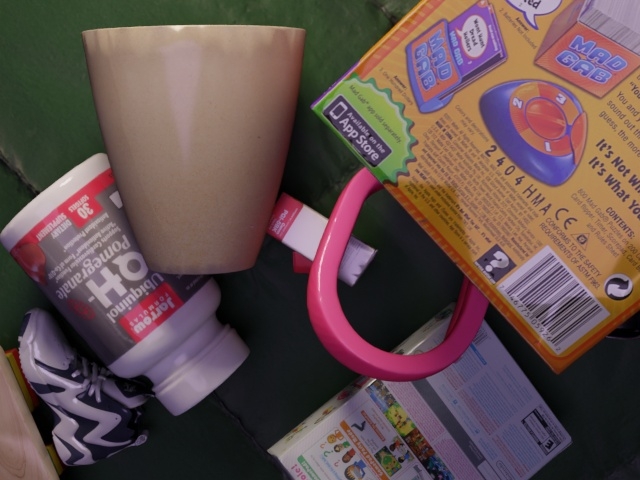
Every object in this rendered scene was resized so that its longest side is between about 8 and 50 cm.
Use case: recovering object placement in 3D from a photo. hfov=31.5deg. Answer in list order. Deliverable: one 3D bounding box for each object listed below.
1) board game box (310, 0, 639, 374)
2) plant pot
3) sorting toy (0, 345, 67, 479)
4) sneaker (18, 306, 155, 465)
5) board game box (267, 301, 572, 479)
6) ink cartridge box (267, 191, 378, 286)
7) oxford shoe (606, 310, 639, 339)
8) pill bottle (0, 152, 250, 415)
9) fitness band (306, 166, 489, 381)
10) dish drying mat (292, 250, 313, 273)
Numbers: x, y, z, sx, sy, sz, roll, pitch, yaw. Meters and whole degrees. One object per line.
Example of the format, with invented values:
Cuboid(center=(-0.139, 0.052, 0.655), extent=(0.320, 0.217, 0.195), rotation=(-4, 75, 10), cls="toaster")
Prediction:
Cuboid(center=(0.263, -0.152, 1.192), extent=(0.356, 0.356, 0.356), rotation=(-42, 94, 18), cls="board game box")
Cuboid(center=(-0.141, -0.105, 1.318), extent=(0.256, 0.256, 0.274), rotation=(0, 98, 11), cls="plant pot")
Cuboid(center=(-0.498, 0.285, 1.592), extent=(0.255, 0.089, 0.257), rotation=(-18, 101, 15), cls="sorting toy")
Cuboid(center=(-0.302, 0.189, 1.528), extent=(0.153, 0.094, 0.235), rotation=(-12, 102, 12), cls="sneaker")
Cuboid(center=(0.123, 0.253, 1.399), extent=(0.303, 0.097, 0.224), rotation=(-37, 95, -11), cls="board game box")
Cuboid(center=(0.000, 0.000, 1.410), extent=(0.135, 0.099, 0.056), rotation=(32, 91, 4), cls="ink cartridge box")
Cuboid(center=(0.418, 0.087, 1.361), extent=(0.271, 0.098, 0.097), rotation=(-5, 104, 12), cls="oxford shoe")
Cuboid(center=(-0.239, 0.061, 1.439), extent=(0.176, 0.176, 0.318), rotation=(-39, 95, 17), cls="pill bottle")
Cuboid(center=(0.100, 0.031, 1.329), extent=(0.209, 0.291, 0.054), rotation=(26, 149, -7), cls="fitness band")
Cuboid(center=(0.006, 0.028, 1.472), extent=(0.083, 0.008, 0.032), rotation=(1, 104, 10), cls="dish drying mat")
